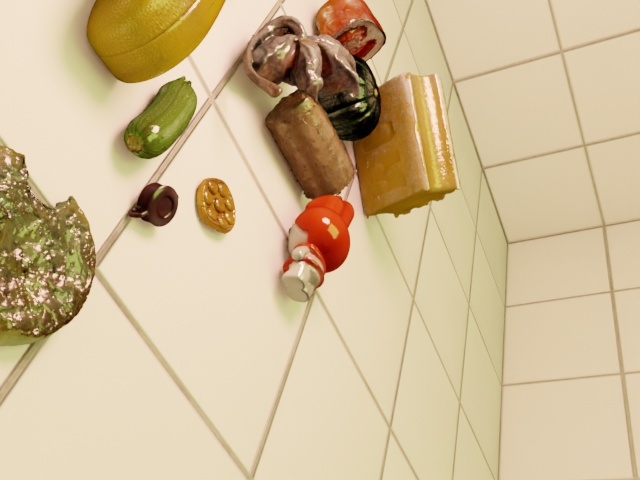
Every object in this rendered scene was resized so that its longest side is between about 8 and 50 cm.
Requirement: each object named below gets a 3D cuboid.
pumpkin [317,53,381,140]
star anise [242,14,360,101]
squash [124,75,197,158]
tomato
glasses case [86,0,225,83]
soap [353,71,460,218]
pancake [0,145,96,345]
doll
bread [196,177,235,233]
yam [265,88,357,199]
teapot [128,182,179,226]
[{"bbox_3d":[0.069,-0.363,1.832,0.220,0.161,0.221,-6,90,-68],"label":"pumpkin"},{"bbox_3d":[-0.039,-0.384,1.508,0.359,0.315,0.139,52,-42,45],"label":"star anise"},{"bbox_3d":[-0.254,-0.198,1.167,0.077,0.068,0.219,57,31,-29],"label":"squash"},{"bbox_3d":[0.064,-0.577,1.943,0.155,0.180,0.214,67,13,19],"label":"tomato"},{"bbox_3d":[-0.246,-0.416,1.153,0.141,0.173,0.371,61,30,-41],"label":"glasses case"},{"bbox_3d":[0.221,-0.249,1.942,0.156,0.293,0.335,-4,83,-28],"label":"soap"},{"bbox_3d":[-0.371,0.009,0.862,0.253,0.037,0.254,38,46,-54],"label":"pancake"},{"bbox_3d":[0.000,0.000,1.547,0.161,0.129,0.290,71,34,-40],"label":"doll"},{"bbox_3d":[-0.188,-0.063,1.304,0.110,0.024,0.110,42,41,-53],"label":"bread"},{"bbox_3d":[-0.026,-0.214,1.593,0.129,0.128,0.238,-56,131,-29],"label":"yam"},{"bbox_3d":[-0.260,-0.056,1.122,0.100,0.045,0.068,-30,130,-47],"label":"teapot"}]
